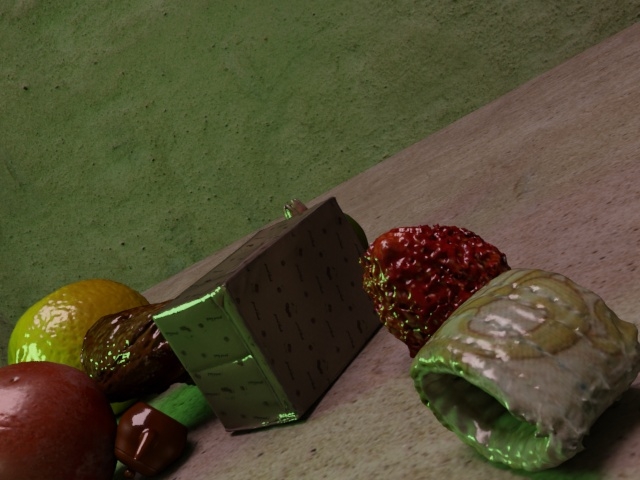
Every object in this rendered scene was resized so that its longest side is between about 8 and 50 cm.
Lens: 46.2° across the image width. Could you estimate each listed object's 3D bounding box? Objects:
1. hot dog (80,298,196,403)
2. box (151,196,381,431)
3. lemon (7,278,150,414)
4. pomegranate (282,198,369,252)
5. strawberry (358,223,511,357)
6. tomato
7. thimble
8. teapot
[{"bbox_3d":[-0.282,0.197,1.358,0.267,0.174,0.387,-7,-4,-34],"label":"hot dog"},{"bbox_3d":[-0.063,0.111,1.169,0.190,0.225,0.297,-21,13,42],"label":"box"},{"bbox_3d":[-0.505,0.241,1.635,0.336,0.336,0.336,-30,10,6],"label":"lemon"},{"bbox_3d":[0.000,0.000,1.557,0.180,0.210,0.180,-35,-5,-3],"label":"pomegranate"},{"bbox_3d":[0.142,0.053,0.969,0.184,0.201,0.187,-47,25,19],"label":"strawberry"},{"bbox_3d":[-0.441,0.320,1.180,0.265,0.265,0.265,-30,10,6],"label":"tomato"},{"bbox_3d":[0.188,0.116,0.681,0.143,0.137,0.190,-36,22,-22],"label":"thimble"},{"bbox_3d":[-0.271,0.319,1.166,0.116,0.116,0.173,-35,-5,-19],"label":"teapot"}]
